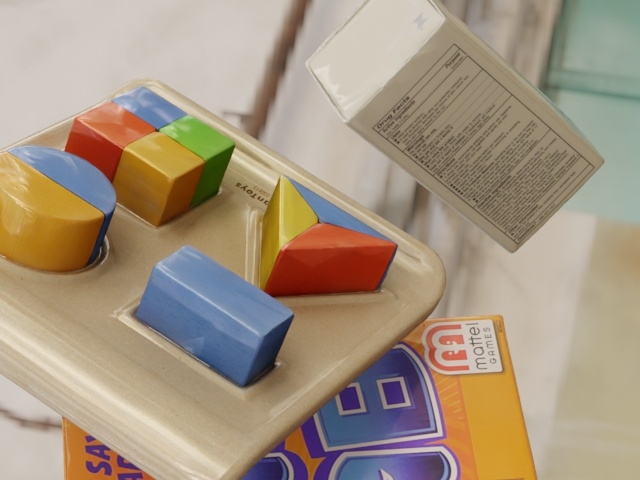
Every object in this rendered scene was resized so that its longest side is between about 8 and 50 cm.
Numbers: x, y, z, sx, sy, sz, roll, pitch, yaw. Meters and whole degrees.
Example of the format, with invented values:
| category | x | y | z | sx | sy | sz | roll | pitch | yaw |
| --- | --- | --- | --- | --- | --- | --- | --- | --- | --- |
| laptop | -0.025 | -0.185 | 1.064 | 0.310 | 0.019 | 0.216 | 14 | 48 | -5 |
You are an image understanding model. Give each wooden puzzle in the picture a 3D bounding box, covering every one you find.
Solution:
| category | x | y | z | sx | sy | sz | roll | pitch | yaw |
| --- | --- | --- | --- | --- | --- | --- | --- | --- | --- |
| wooden puzzle | -0.104 | 0.002 | 1.388 | 0.348 | 0.322 | 0.080 | -38 | -24 | -51 |

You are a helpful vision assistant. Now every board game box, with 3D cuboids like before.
| category | x | y | z | sx | sy | sz | roll | pitch | yaw |
| --- | --- | --- | --- | --- | --- | --- | --- | --- | --- |
| board game box | -0.018 | 0.314 | 1.526 | 0.356 | 0.357 | 0.356 | 94 | 171 | -49 |

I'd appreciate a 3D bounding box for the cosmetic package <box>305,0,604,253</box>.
| category | x | y | z | sx | sy | sz | roll | pitch | yaw |
| --- | --- | --- | --- | --- | --- | --- | --- | --- | --- |
| cosmetic package | 0.144 | -0.134 | 2.026 | 0.296 | 0.153 | 0.129 | 37 | -167 | -40 |
